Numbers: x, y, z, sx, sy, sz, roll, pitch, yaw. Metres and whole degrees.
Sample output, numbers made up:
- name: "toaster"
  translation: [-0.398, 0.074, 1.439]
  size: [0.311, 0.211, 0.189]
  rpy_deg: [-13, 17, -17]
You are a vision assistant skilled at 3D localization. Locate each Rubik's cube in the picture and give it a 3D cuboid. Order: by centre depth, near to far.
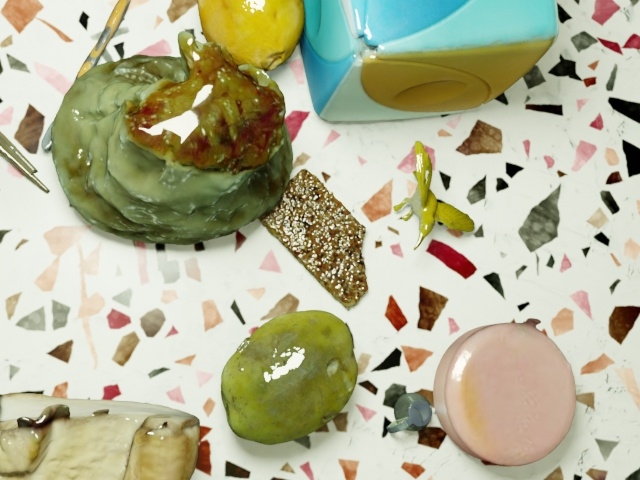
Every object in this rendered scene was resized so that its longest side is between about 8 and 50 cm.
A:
- name: "Rubik's cube"
  translation: [0.153, -0.410, 1.340]
  size: [0.352, 0.347, 0.352]
  rpy_deg: [-10, 83, -13]

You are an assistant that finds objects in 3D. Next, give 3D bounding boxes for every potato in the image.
- name: "potato"
  translation: [-0.049, 0.218, 1.301]
  size: [0.228, 0.148, 0.197]
  rpy_deg: [-12, 69, -11]

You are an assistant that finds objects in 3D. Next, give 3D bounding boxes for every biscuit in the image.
- name: "biscuit"
  translation: [0.011, -0.004, 1.409]
  size: [0.237, 0.026, 0.131]
  rpy_deg: [45, 77, -1]

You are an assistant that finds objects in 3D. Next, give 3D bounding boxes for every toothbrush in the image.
- name: "toothbrush"
  translation: [-0.395, -0.291, 1.370]
  size: [0.023, 0.031, 0.321]
  rpy_deg: [25, 77, -8]

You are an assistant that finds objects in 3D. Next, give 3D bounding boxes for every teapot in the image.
- name: "teapot"
  translation: [0.154, 0.298, 1.372]
  size: [0.088, 0.057, 0.066]
  rpy_deg: [-33, 88, -15]

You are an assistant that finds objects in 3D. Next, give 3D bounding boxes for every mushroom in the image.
- name: "mushroom"
  translation: [-0.362, 0.432, 1.188]
  size: [0.313, 0.224, 0.398]
  rpy_deg: [9, 86, -25]

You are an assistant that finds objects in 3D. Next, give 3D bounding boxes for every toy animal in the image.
- name: "toy animal"
  translation: [0.180, -0.049, 1.420]
  size: [0.219, 0.095, 0.155]
  rpy_deg: [41, 73, -34]

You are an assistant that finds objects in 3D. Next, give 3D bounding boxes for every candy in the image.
- name: "candy"
  translation: [0.321, 0.257, 1.394]
  size: [0.255, 0.094, 0.255]
  rpy_deg: [2, 80, -11]

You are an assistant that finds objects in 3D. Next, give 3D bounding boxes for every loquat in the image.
- name: "loquat"
  translation: [-0.122, -0.393, 1.367]
  size: [0.176, 0.187, 0.234]
  rpy_deg: [-8, 72, -43]

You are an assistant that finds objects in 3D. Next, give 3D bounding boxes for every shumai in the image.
- name: "shumai"
  translation: [-0.210, -0.170, 1.237]
  size: [0.397, 0.323, 0.324]
  rpy_deg: [5, 80, -15]

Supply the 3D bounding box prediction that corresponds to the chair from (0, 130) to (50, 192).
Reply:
- name: "chair"
  translation: [-0.582, -0.133, 1.235]
  size: [0.272, 0.166, 0.188]
  rpy_deg: [45, 75, -2]
